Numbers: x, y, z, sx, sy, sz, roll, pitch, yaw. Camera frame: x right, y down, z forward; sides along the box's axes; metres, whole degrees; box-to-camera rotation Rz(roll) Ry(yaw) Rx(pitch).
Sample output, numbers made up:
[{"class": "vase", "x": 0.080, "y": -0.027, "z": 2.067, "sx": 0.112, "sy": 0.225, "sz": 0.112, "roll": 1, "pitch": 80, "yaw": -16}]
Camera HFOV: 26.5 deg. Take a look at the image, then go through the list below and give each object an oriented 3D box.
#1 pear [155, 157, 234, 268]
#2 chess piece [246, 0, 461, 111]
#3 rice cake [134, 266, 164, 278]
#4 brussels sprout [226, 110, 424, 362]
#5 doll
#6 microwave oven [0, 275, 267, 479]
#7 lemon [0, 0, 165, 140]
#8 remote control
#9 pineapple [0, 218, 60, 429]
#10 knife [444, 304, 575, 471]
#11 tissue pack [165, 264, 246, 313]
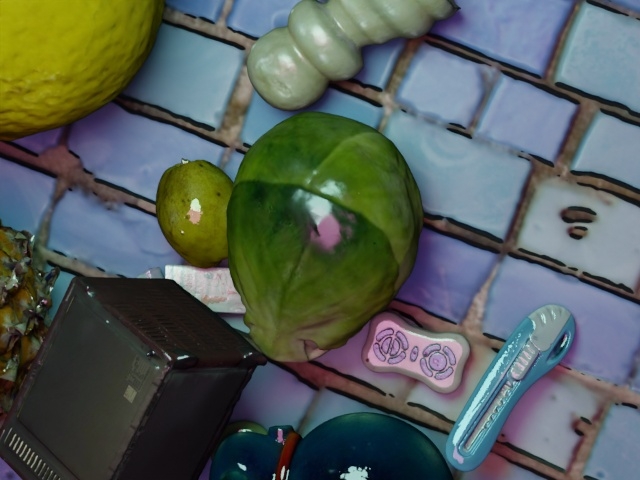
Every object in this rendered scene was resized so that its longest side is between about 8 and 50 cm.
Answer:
[{"class": "pear", "x": -0.141, "y": -0.033, "z": 1.585, "sx": 0.107, "sy": 0.107, "sz": 0.131, "roll": -22, "pitch": 94, "yaw": 11}, {"class": "chess piece", "x": 0.023, "y": -0.240, "z": 1.541, "sx": 0.243, "sy": 0.133, "sz": 0.133, "roll": -37, "pitch": 85, "yaw": 15}, {"class": "rice cake", "x": -0.222, "y": 0.159, "z": 1.645, "sx": 0.189, "sy": 0.037, "sz": 0.198, "roll": -33, "pitch": 86, "yaw": 11}, {"class": "brussels sprout", "x": 0.000, "y": 0.000, "z": 1.517, "sx": 0.219, "sy": 0.210, "sz": 0.271, "roll": 20, "pitch": 111, "yaw": 14}, {"class": "doll", "x": 0.012, "y": 0.293, "z": 1.529, "sx": 0.322, "sy": 0.186, "sz": 0.198, "roll": -1, "pitch": 82, "yaw": 11}, {"class": "microwave oven", "x": -0.205, "y": 0.180, "z": 1.505, "sx": 0.178, "sy": 0.188, "sz": 0.247, "roll": 38, "pitch": 107, "yaw": 32}, {"class": "lemon", "x": -0.346, "y": -0.283, "z": 1.503, "sx": 0.350, "sy": 0.350, "sz": 0.387, "roll": 28, "pitch": 125, "yaw": 9}, {"class": "remote control", "x": 0.110, "y": 0.130, "z": 1.580, "sx": 0.122, "sy": 0.032, "sz": 0.074, "roll": 16, "pitch": 96, "yaw": 11}, {"class": "pineapple", "x": -0.467, "y": 0.091, "z": 1.552, "sx": 0.352, "sy": 0.300, "sz": 0.352, "roll": -1, "pitch": 86, "yaw": 19}, {"class": "knife", "x": 0.213, "y": 0.164, "z": 1.531, "sx": 0.064, "sy": 0.031, "sz": 0.222, "roll": 36, "pitch": 80, "yaw": 4}, {"class": "tissue pack", "x": -0.132, "y": 0.058, "z": 1.613, "sx": 0.108, "sy": 0.023, "sz": 0.056, "roll": 4, "pitch": 89, "yaw": -8}]
